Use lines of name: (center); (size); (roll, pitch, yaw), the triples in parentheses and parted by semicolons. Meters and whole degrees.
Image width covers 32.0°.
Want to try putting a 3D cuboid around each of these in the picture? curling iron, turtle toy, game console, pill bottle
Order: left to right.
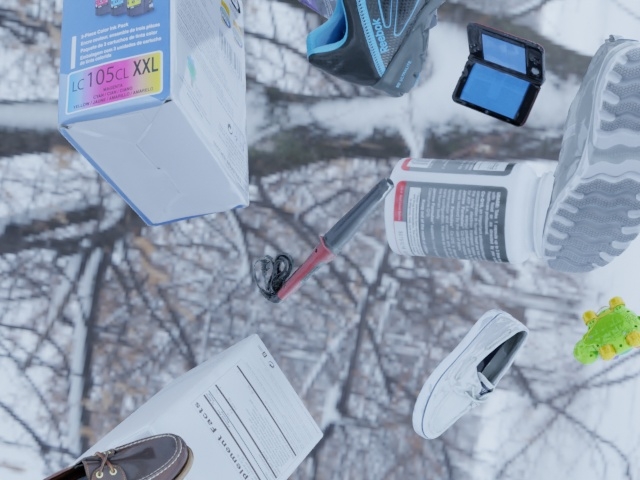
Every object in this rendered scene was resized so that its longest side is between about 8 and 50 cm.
curling iron: (0.000, 0.000, 1.461); (0.274, 0.068, 0.035); (-39, -7, 38)
pill bottle: (0.259, -0.046, 1.786); (0.161, 0.283, 0.161); (5, -90, -69)
game console: (0.291, -0.277, 1.852); (0.085, 0.144, 0.124); (-53, -29, -22)
turtle toy: (0.471, 0.158, 1.830); (0.066, 0.130, 0.095); (39, -154, -48)

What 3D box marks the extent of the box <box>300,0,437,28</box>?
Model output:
box: (0.061, -0.390, 1.600); (0.108, 0.207, 0.153); (-32, -41, -23)

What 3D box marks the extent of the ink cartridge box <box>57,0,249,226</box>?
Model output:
ink cartridge box: (-0.199, -0.256, 1.393); (0.270, 0.151, 0.395); (59, -154, -60)

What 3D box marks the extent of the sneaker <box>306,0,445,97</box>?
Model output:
sneaker: (0.088, -0.319, 1.283); (0.125, 0.140, 0.341); (-99, 25, -53)

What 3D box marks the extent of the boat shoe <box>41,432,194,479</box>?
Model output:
boat shoe: (-0.240, 0.266, 1.210); (0.073, 0.207, 0.073); (53, 171, 52)

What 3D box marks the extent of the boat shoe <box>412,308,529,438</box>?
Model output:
boat shoe: (0.255, 0.233, 1.887); (0.095, 0.084, 0.258); (37, -95, -38)

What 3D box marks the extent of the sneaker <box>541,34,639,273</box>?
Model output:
sneaker: (0.316, -0.094, 1.242); (0.115, 0.105, 0.281); (-92, 15, -63)

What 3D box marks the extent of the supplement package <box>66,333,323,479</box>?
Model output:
supplement package: (-0.159, 0.277, 1.429); (0.175, 0.177, 0.293); (57, -151, -3)
